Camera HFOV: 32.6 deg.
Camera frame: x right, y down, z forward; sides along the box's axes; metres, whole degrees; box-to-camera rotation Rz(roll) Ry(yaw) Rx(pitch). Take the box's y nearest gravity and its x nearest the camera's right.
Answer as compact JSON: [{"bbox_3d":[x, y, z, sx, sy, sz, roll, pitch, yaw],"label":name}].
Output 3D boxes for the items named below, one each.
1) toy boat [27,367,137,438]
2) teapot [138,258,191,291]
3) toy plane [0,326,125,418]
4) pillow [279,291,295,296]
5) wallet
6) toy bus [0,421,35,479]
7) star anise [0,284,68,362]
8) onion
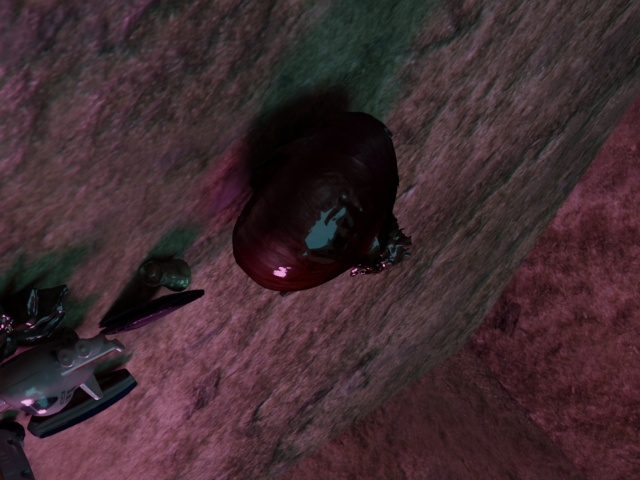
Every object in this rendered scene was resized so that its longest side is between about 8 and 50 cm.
[{"bbox_3d":[-0.432,0.294,2.012,0.229,0.080,0.046,-26,121,-38],"label":"toy boat"},{"bbox_3d":[-0.257,0.057,1.827,0.083,0.067,0.057,7,87,-57],"label":"teapot"},{"bbox_3d":[-0.422,0.213,1.723,0.252,0.118,0.252,-27,174,-3],"label":"toy plane"},{"bbox_3d":[0.000,0.000,2.048,0.236,0.084,0.223,-40,-159,6],"label":"pillow"},{"bbox_3d":[-0.287,0.124,1.875,0.166,0.030,0.111,-23,172,31],"label":"wallet"},{"bbox_3d":[-0.591,0.468,1.888,0.232,0.194,0.288,-16,145,-30],"label":"toy bus"},{"bbox_3d":[-0.457,0.132,1.592,0.182,0.065,0.195,-21,161,-34],"label":"star anise"},{"bbox_3d":[0.020,-0.039,1.807,0.347,0.285,0.347,-53,176,-6],"label":"onion"}]
